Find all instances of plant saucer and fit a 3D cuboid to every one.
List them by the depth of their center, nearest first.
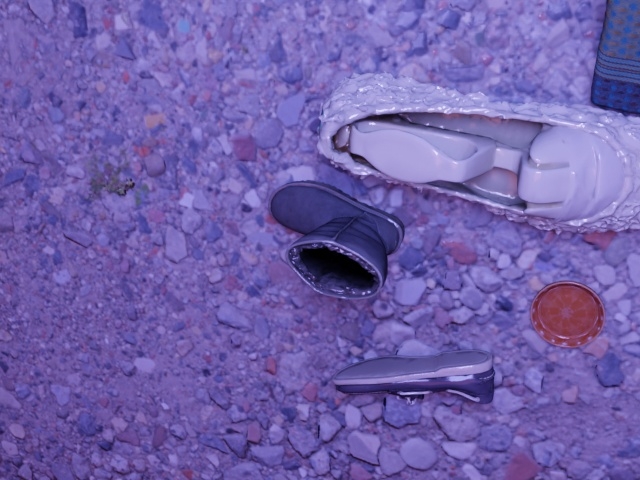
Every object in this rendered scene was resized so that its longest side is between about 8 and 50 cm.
[{"bbox_3d":[0.288,0.085,0.920,0.083,0.013,0.084,6,110,18],"label":"plant saucer"}]

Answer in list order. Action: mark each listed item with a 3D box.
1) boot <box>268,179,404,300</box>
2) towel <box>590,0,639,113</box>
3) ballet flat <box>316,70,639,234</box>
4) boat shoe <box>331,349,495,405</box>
[{"bbox_3d":[-0.001,-0.002,0.880,0.189,0.208,0.076,13,112,14],"label":"boot"},{"bbox_3d":[0.372,-0.199,0.630,0.271,0.370,0.040,17,70,19],"label":"towel"},{"bbox_3d":[0.182,-0.079,0.833,0.408,0.147,0.147,12,113,14],"label":"ballet flat"},{"bbox_3d":[0.115,0.182,0.983,0.206,0.075,0.065,-8,103,17],"label":"boat shoe"}]
